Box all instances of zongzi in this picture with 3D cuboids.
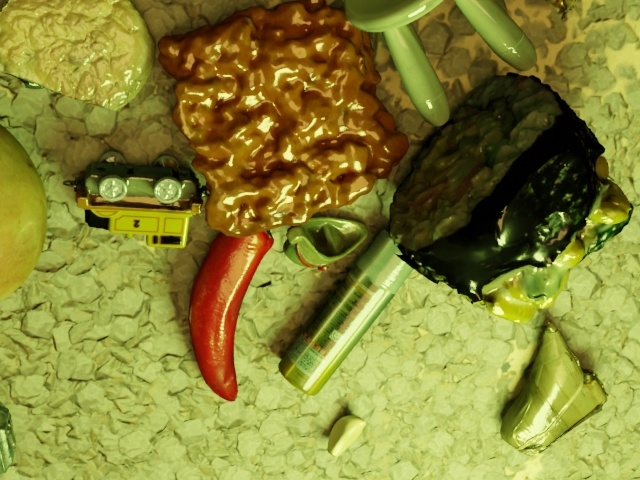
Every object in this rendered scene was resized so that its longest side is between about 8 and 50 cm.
[{"bbox_3d":[0.371,0.255,1.643,0.194,0.099,0.197,-38,115,-3],"label":"zongzi"}]

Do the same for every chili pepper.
[{"bbox_3d":[-0.139,0.085,1.495,0.137,0.092,0.368,2,116,-43],"label":"chili pepper"}]

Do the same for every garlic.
[{"bbox_3d":[0.042,0.327,1.627,0.041,0.053,0.083,36,93,-19],"label":"garlic"}]

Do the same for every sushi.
[{"bbox_3d":[0.295,-0.041,1.404,0.285,0.328,0.328,40,86,-20],"label":"sushi"}]

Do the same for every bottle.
[{"bbox_3d":[0.046,0.114,1.535,0.082,0.082,0.286,33,101,-21],"label":"bottle"}]

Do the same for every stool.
[{"bbox_3d":[0.160,-0.300,1.322,0.195,0.195,0.199,-31,125,15],"label":"stool"}]

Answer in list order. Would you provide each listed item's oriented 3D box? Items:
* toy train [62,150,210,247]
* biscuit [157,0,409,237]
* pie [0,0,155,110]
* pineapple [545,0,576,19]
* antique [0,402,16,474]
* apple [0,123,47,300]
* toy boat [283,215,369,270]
[{"bbox_3d":[-0.264,-0.055,1.408,0.219,0.089,0.127,2,119,-14],"label":"toy train"},{"bbox_3d":[-0.048,-0.181,1.377,0.318,0.110,0.312,-19,103,-8],"label":"biscuit"},{"bbox_3d":[-0.334,-0.281,1.329,0.218,0.052,0.185,20,106,-16],"label":"pie"},{"bbox_3d":[0.268,-0.471,1.320,0.271,0.262,0.262,24,104,2],"label":"pineapple"},{"bbox_3d":[-0.564,0.315,1.478,0.183,0.088,0.086,-8,112,-8],"label":"antique"},{"bbox_3d":[-0.529,-0.047,1.248,0.338,0.305,0.338,1,111,3],"label":"apple"},{"bbox_3d":[-0.001,0.001,1.473,0.071,0.185,0.089,-34,72,35],"label":"toy boat"}]
